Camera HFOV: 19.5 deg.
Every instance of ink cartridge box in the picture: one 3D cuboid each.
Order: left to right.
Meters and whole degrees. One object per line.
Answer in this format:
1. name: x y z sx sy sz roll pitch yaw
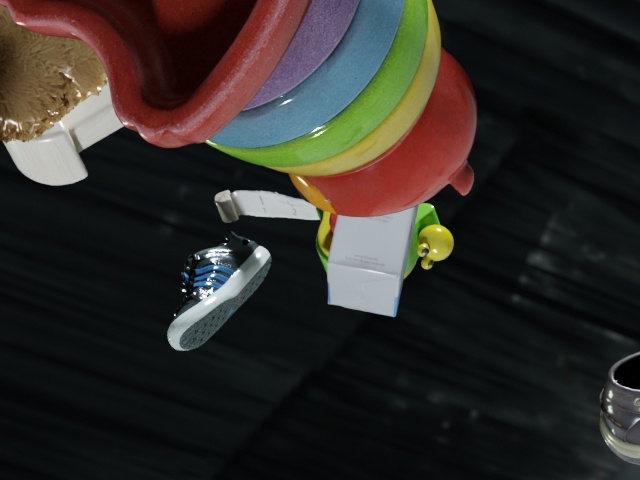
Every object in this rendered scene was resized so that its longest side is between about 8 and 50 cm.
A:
1. ink cartridge box: 0.052 -0.042 1.529 0.104 0.061 0.181 90 -168 -69

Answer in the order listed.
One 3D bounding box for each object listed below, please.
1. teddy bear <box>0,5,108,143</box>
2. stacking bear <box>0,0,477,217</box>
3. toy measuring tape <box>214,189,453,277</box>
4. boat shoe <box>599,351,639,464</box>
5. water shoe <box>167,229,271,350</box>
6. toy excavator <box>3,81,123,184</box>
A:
1. teddy bear: -0.273 -0.231 1.319 0.245 0.338 0.113 -47 12 8
2. stacking bear: -0.007 -0.100 1.015 0.164 0.289 0.175 -50 57 3
3. toy measuring tape: 0.000 0.000 2.171 0.330 0.121 0.121 6 73 30
4. boat shoe: 0.492 0.159 2.131 0.130 0.355 0.132 71 -178 -47
5. water shoe: -0.140 0.060 2.231 0.203 0.080 0.073 -42 -19 -49
6. toy excavator: -0.134 -0.285 2.002 0.222 0.433 0.445 71 -168 -51
